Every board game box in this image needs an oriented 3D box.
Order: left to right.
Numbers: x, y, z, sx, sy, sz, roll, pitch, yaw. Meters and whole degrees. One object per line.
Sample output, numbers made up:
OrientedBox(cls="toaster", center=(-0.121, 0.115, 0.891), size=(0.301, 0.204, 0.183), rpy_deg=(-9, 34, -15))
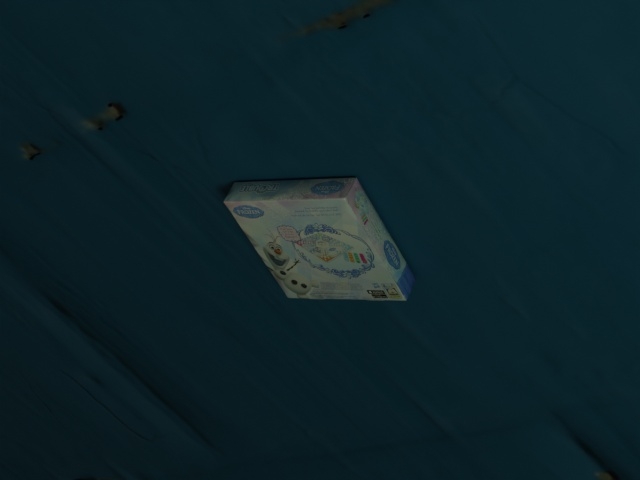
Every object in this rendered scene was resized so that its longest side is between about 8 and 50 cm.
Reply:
OrientedBox(cls="board game box", center=(0.000, 0.000, 0.957), size=(0.090, 0.020, 0.090), rpy_deg=(0, 138, 35))
